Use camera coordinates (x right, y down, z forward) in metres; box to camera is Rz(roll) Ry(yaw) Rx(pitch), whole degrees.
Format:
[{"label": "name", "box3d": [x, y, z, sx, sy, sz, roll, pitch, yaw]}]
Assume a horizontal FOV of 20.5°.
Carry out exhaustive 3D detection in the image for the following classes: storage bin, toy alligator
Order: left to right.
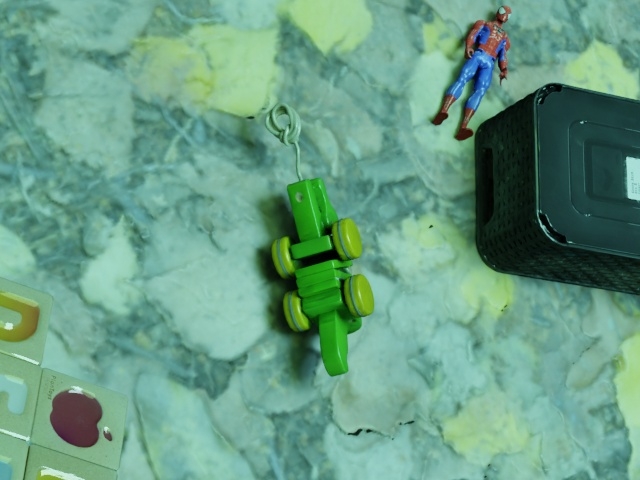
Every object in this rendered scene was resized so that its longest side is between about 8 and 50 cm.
[{"label": "toy alligator", "box3d": [0.000, 0.000, 1.202, 0.051, 0.056, 0.189, 20, 56, -68]}, {"label": "storage bin", "box3d": [0.212, -0.035, 1.303, 0.180, 0.084, 0.122, 9, 71, -25]}]

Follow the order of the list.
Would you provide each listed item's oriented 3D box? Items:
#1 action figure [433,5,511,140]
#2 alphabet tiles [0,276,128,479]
[{"label": "action figure", "box3d": [0.120, -0.130, 1.316, 0.038, 0.030, 0.115, 30, 61, -12]}, {"label": "alphabet tiles", "box3d": [-0.272, 0.103, 0.983, 0.342, 0.011, 0.285, 21, 44, -20]}]
